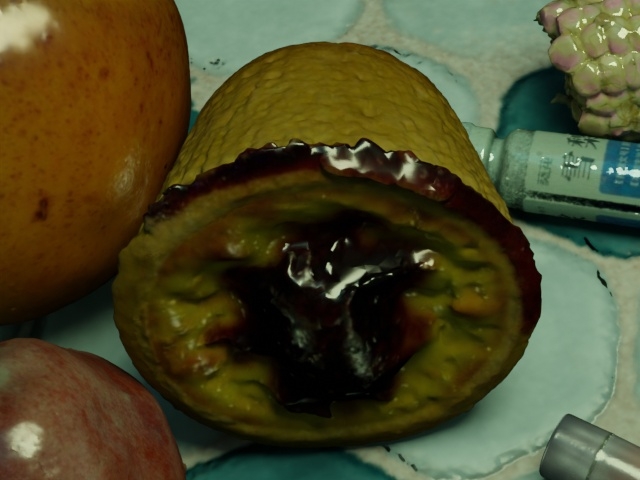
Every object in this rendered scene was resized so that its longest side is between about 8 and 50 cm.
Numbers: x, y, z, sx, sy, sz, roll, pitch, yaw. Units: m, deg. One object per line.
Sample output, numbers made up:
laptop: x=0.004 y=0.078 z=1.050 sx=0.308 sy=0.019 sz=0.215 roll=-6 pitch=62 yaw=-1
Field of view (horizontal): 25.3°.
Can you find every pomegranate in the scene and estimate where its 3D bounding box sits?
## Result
pomegranate: x=-0.200 y=-0.075 z=0.798 sx=0.264 sy=0.264 sz=0.264 roll=-4 pitch=54 yaw=6

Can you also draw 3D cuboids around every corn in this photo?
corn: x=0.299 y=-0.126 z=0.835 sx=0.335 sy=0.126 sz=0.126 roll=-10 pitch=53 yaw=3

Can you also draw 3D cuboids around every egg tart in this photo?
egg tart: x=0.000 y=0.000 z=0.747 sx=0.215 sy=0.215 sz=0.170 roll=-7 pitch=41 yaw=4

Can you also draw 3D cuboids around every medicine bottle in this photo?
medicine bottle: x=0.172 y=-0.034 z=0.828 sx=0.191 sy=0.051 sz=0.051 roll=10 pitch=56 yaw=14

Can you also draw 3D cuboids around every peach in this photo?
peach: x=-0.142 y=0.131 z=0.707 sx=0.152 sy=0.152 sz=0.152 roll=-4 pitch=54 yaw=6

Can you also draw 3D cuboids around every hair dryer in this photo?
hair dryer: x=0.127 y=0.149 z=0.716 sx=0.063 sy=0.037 sz=0.114 roll=26 pitch=69 yaw=23
